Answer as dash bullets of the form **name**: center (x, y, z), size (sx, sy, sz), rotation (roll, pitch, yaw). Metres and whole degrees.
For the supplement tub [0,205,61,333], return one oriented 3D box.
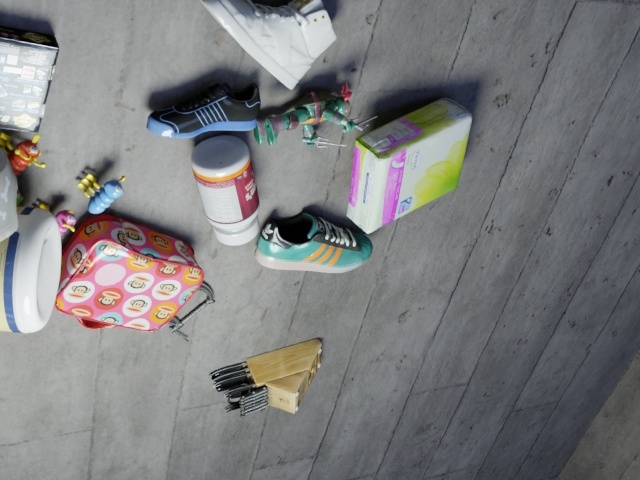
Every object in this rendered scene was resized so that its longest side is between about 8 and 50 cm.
- **supplement tub**: center (-0.645, 0.042, 1.510), size (0.316, 0.228, 0.228), rotation (5, 130, -5)

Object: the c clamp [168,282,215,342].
- **c clamp**: center (-0.315, 0.165, 2.027), size (0.160, 0.022, 0.137), rotation (-42, 132, 13)

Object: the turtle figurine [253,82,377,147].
- **turtle figurine**: center (-0.013, -0.249, 1.746), size (0.234, 0.118, 0.175), rotation (-14, 176, -21)

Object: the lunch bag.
- **lunch bag**: center (-0.425, 0.092, 1.818), size (0.293, 0.120, 0.258), rotation (23, 116, -42)

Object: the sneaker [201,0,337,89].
- **sneaker**: center (-0.084, -0.416, 1.559), size (0.169, 0.108, 0.292), rotation (-44, 146, 11)

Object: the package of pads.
- **package of pads**: center (0.199, -0.175, 1.896), size (0.296, 0.101, 0.229), rotation (-28, 142, -30)

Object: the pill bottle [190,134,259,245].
- **pill bottle**: center (-0.193, -0.101, 1.769), size (0.121, 0.121, 0.221), rotation (-21, 137, -12)

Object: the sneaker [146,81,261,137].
- **sneaker**: center (-0.225, -0.259, 1.640), size (0.232, 0.081, 0.091), rotation (-11, 130, -29)

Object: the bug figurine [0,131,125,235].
- **bug figurine**: center (-0.519, -0.087, 1.616), size (0.216, 0.072, 0.279), rotation (-42, 137, 22)

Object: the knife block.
- **knife block**: center (-0.150, 0.353, 2.265), size (0.276, 0.242, 0.088), rotation (-58, 160, -44)

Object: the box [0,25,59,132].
- **box**: center (-0.573, -0.280, 1.434), size (0.220, 0.051, 0.175), rotation (3, 127, -32)

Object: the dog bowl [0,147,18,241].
- **dog bowl**: center (-0.663, -0.078, 1.373), size (0.348, 0.349, 0.102), rotation (-9, 120, -23)

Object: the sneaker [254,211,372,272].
- **sneaker**: center (0.000, 0.000, 1.985), size (0.302, 0.108, 0.121), rotation (-2, 134, -27)
